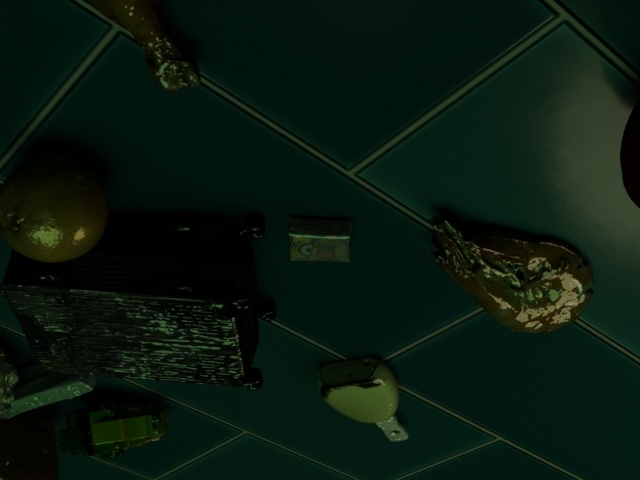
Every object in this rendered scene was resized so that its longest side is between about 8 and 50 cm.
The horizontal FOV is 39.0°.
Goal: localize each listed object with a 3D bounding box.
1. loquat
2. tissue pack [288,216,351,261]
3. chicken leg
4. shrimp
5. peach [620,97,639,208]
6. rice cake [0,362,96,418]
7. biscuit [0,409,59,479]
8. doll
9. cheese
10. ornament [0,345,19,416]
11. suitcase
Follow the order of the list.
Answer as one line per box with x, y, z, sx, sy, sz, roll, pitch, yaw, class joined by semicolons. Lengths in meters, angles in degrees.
-0.333;-0.039;1.118;0.141;0.141;0.141;3;141;3;loquat
0.000;0.000;1.210;0.083;0.035;0.063;2;142;4;tissue pack
-0.184;-0.234;0.894;0.087;0.107;0.251;-20;146;4;chicken leg
0.252;0.038;1.216;0.294;0.062;0.154;29;124;-31;shrimp
0.406;-0.100;0.932;0.197;0.197;0.197;3;141;3;peach
-0.467;0.241;1.527;0.226;0.085;0.040;-19;132;25;rice cake
-0.576;0.325;1.554;0.044;0.217;0.325;-36;128;13;biscuit
-0.363;0.332;1.602;0.186;0.106;0.134;-8;176;-11;doll
0.092;0.284;1.541;0.127;0.054;0.251;-13;139;20;cheese
-0.570;0.169;1.428;0.120;0.130;0.285;-12;133;-4;ornament
-0.242;0.080;1.253;0.334;0.152;0.230;4;140;5;suitcase
